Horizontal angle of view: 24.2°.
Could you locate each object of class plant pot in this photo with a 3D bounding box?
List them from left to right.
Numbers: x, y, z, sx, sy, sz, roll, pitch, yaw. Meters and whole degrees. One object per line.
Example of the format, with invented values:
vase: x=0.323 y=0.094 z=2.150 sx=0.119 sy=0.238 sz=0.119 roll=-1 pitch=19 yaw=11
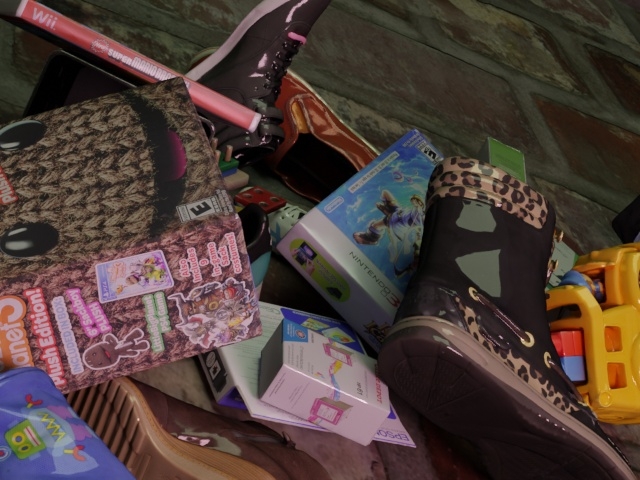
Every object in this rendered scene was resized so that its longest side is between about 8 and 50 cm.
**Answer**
plant pot: x=-0.237 y=-0.102 z=1.635 sx=0.187 sy=0.188 sz=0.167 roll=25 pitch=14 yaw=-11

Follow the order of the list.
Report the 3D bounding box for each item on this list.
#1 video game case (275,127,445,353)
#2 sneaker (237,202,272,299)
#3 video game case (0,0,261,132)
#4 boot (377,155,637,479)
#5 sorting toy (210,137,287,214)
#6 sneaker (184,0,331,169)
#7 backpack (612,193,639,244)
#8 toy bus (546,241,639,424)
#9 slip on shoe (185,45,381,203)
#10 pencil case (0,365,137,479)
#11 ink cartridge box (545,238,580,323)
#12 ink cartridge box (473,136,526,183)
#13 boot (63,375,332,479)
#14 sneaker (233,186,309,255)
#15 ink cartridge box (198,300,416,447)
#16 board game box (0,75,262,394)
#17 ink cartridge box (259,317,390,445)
video game case: x=0.117 y=0.020 z=1.733 sx=0.244 sy=0.061 sz=0.269 roll=46 pitch=45 yaw=3
sneaker: x=-0.186 y=0.019 z=1.483 sx=0.302 sy=0.121 sz=0.108 roll=-9 pitch=41 yaw=-32
video game case: x=-0.221 y=-0.197 z=1.647 sx=0.285 sy=0.025 sz=0.204 roll=25 pitch=0 yaw=-24
boot: x=0.219 y=0.108 z=1.607 sx=0.377 sy=0.138 sz=0.284 roll=37 pitch=44 yaw=-27
sorting toy: x=-0.165 y=-0.095 z=1.782 sx=0.275 sy=0.046 sz=0.132 roll=30 pitch=31 yaw=27
sneaker: x=-0.063 y=-0.200 z=1.893 sx=0.147 sy=0.296 sz=0.104 roll=52 pitch=12 yaw=16
backpack: x=0.650 y=0.069 z=2.216 sx=0.290 sy=0.273 sz=0.355 roll=18 pitch=40 yaw=-38
toy bus: x=0.319 y=0.111 z=1.797 sx=0.212 sy=0.149 sz=0.220 roll=4 pitch=77 yaw=-32
slip on shoe: x=-0.044 y=-0.141 z=1.975 sx=0.331 sy=0.123 sz=0.101 roll=39 pitch=30 yaw=5
pencil case: x=-0.186 y=0.235 z=1.147 sx=0.133 sy=0.119 sz=0.306 roll=-14 pitch=49 yaw=-44
ink cartridge box: x=0.257 y=0.059 z=1.953 sx=0.160 sy=0.092 sz=0.219 roll=44 pitch=29 yaw=27
ink cartridge box: x=0.239 y=-0.051 z=2.112 sx=0.062 sy=0.109 sz=0.209 roll=26 pitch=26 yaw=-8
boot: x=-0.120 y=0.186 z=1.380 sx=0.248 sy=0.090 sz=0.207 roll=35 pitch=12 yaw=19
sneaker: x=0.000 y=0.000 z=1.799 sx=0.237 sy=0.086 sz=0.085 roll=35 pitch=28 yaw=13
ink cartridge box: x=-0.025 y=0.144 z=1.558 sx=0.206 sy=0.045 sz=0.208 roll=15 pitch=28 yaw=-31
board game box: x=-0.226 y=0.003 z=1.330 sx=0.291 sy=0.141 sz=0.232 roll=-17 pitch=41 yaw=-8
ink cartridge box: x=0.005 y=0.140 z=1.483 sx=0.122 sy=0.052 sz=0.088 roll=26 pitch=26 yaw=-15
